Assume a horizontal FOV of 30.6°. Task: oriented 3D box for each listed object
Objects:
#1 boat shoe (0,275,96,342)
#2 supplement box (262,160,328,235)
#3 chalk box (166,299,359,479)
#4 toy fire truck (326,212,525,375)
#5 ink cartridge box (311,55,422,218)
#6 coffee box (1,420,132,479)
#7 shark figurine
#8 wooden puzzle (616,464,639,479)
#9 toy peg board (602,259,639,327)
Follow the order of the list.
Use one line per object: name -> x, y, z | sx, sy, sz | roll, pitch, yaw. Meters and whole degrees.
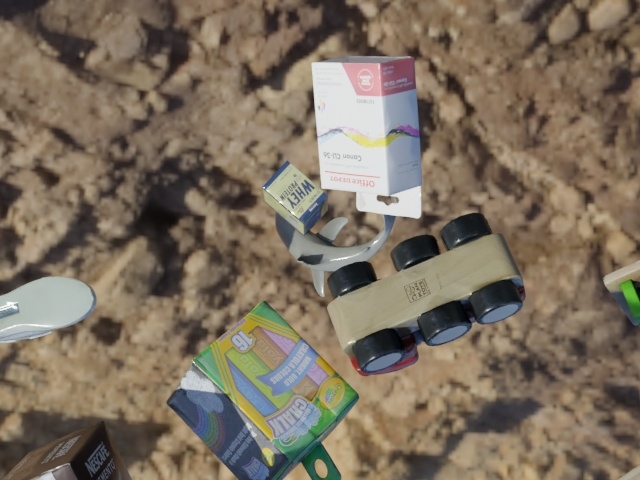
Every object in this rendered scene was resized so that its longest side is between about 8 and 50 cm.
boat shoe -> -0.438, 0.108, 1.791 | 0.227, 0.079, 0.081 | -14, 169, 15
supplement box -> -0.037, -0.062, 1.741 | 0.083, 0.056, 0.083 | 41, 170, 9
chalk box -> -0.051, 0.204, 1.374 | 0.213, 0.132, 0.132 | 45, 143, 7
toy fire truck -> 0.131, 0.074, 1.409 | 0.217, 0.158, 0.246 | -24, 156, 5
ink cartridge box -> 0.058, -0.121, 1.419 | 0.115, 0.198, 0.067 | 9, -160, 45
coffee box -> -0.234, 0.335, 1.223 | 0.098, 0.247, 0.141 | -23, -173, 7
shark figurine -> 0.020, 0.015, 1.993 | 0.278, 0.166, 0.116 | -7, 180, 39
wooden puzzle -> 0.525, 0.366, 1.511 | 0.221, 0.239, 0.044 | -31, 158, -9
toy peg board -> 0.537, 0.087, 1.773 | 0.160, 0.079, 0.161 | -27, 142, 17
